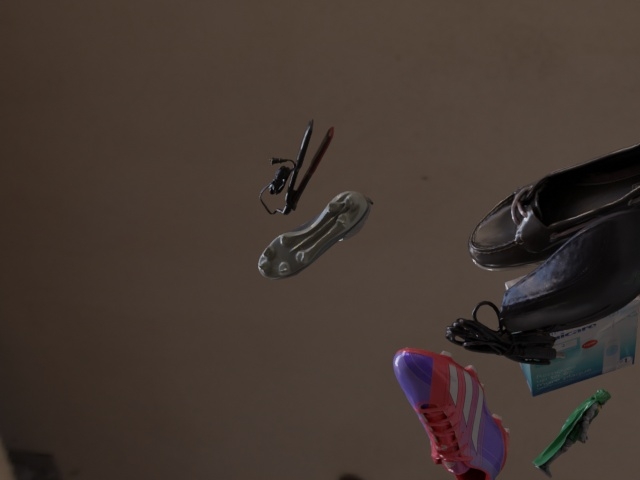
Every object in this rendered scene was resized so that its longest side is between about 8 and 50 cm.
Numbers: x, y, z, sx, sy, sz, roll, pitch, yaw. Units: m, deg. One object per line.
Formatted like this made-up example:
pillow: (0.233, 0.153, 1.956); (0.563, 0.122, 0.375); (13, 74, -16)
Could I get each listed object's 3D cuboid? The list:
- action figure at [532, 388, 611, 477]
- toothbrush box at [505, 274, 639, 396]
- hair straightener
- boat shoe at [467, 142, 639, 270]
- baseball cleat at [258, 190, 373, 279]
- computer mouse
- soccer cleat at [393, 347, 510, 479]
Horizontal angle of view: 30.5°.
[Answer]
action figure: (0.565, 0.424, 2.614); (0.232, 0.063, 0.137); (-51, -11, -3)
toothbrush box: (0.475, 0.158, 2.217); (0.295, 0.216, 0.126); (70, -178, -58)
hair straightener: (-0.057, -0.136, 2.211); (0.047, 0.089, 0.230); (-81, 16, -51)
boat shoe: (0.316, -0.056, 1.420); (0.095, 0.335, 0.112); (45, -142, -39)
baseball cleat: (0.000, 0.000, 1.867); (0.072, 0.206, 0.109); (61, -163, 18)
computer mouse: (0.295, 0.071, 1.364); (0.188, 0.272, 0.072); (14, -137, -39)
soccer cleat: (0.144, 0.202, 1.292); (0.248, 0.083, 0.095); (52, -129, -46)
